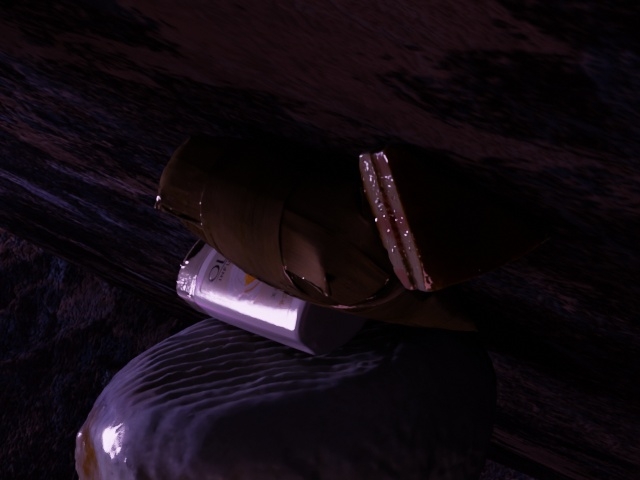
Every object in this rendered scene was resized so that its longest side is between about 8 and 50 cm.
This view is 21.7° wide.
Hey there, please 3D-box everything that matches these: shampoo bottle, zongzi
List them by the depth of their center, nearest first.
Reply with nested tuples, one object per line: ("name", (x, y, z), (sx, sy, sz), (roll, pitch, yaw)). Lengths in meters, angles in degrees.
("zongzi", (0.000, 0.000, 1.027), (0.160, 0.078, 0.176), (27, 178, 35))
("shampoo bottle", (-0.038, 0.034, 1.330), (0.056, 0.086, 0.227), (45, 166, -26))

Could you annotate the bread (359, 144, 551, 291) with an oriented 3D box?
("bread", (0.061, -0.002, 0.849), (0.109, 0.062, 0.043), (25, 173, -21))

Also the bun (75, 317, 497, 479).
("bun", (-0.026, 0.173, 1.357), (0.362, 0.211, 0.362), (-7, -172, 1))
